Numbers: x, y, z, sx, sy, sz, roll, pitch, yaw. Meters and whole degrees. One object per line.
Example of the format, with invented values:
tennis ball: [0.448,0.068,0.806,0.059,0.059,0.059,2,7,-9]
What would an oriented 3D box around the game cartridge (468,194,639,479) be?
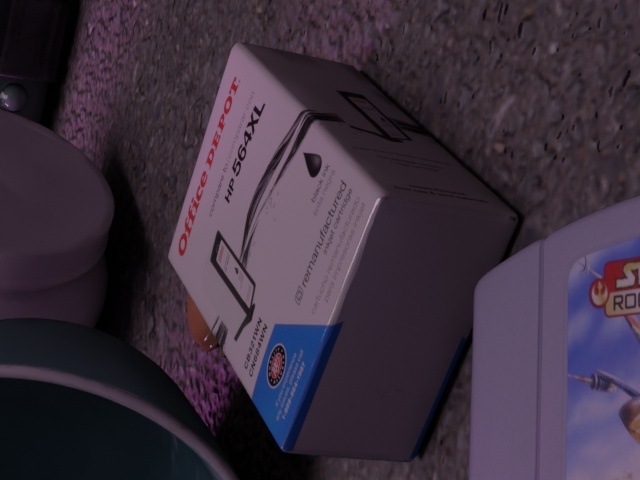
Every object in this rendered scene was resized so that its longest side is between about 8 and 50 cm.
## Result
game cartridge: [0.150,0.076,0.467,0.297,0.062,0.198,-15,74,59]

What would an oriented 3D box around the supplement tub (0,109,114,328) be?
supplement tub: [-0.320,0.075,1.116,0.331,0.241,0.241,-64,34,30]

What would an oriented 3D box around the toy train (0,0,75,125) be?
toy train: [-0.352,-0.137,1.347,0.190,0.142,0.334,29,107,49]

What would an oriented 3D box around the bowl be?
bowl: [-0.187,0.173,0.842,0.163,0.311,0.311,-99,28,-64]

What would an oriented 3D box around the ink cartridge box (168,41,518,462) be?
ink cartridge box: [0.000,0.000,0.719,0.203,0.086,0.148,49,125,53]

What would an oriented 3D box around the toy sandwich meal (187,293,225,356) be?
toy sandwich meal: [-0.063,0.038,0.886,0.085,0.029,0.085,-172,90,-66]
